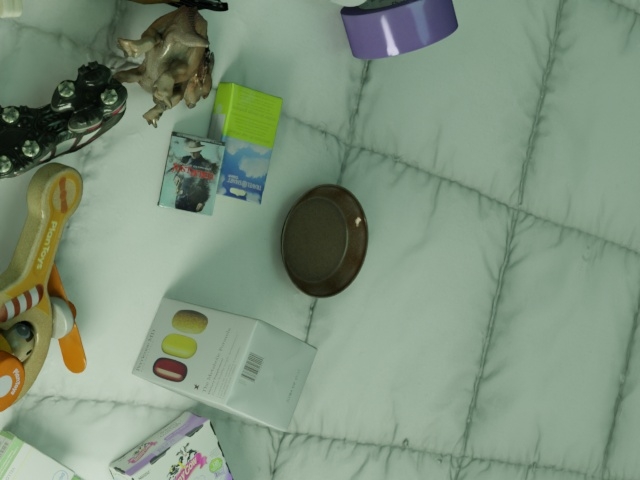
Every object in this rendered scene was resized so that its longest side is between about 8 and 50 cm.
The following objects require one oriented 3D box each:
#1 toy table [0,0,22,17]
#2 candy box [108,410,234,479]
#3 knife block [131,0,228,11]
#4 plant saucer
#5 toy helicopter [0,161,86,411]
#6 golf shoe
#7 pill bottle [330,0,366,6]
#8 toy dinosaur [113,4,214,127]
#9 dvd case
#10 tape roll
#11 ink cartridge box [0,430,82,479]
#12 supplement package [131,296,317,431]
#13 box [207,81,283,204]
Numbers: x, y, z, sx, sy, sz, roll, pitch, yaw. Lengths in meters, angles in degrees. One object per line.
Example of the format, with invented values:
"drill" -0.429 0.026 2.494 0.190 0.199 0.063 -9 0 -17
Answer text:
"toy table" -0.440 -0.409 1.554 0.252 0.161 0.274 -24 110 -37
"candy box" -0.224 0.399 1.909 0.165 0.070 0.196 -33 117 -33
"knife block" -0.272 -0.399 1.767 0.276 0.242 0.088 7 90 3
"plant saucer" 0.000 0.000 2.075 0.199 0.036 0.198 -6 99 -41
"toy helicopter" -0.397 0.066 1.665 0.235 0.140 0.355 14 96 -61
"golf shoe" -0.389 -0.139 1.667 0.273 0.120 0.105 -26 74 -12
"pill bottle" 0.127 -0.557 2.000 0.361 0.204 0.204 -45 122 -28
"toy dinosaur" -0.207 -0.275 1.740 0.127 0.296 0.200 45 61 -3
"dvd case" -0.200 -0.104 1.874 0.087 0.013 0.119 12 87 -11
"tape roll" 0.133 -0.377 2.040 0.189 0.189 0.080 -32 115 -34
"ink cartridge box" -0.415 0.407 1.756 0.235 0.056 0.171 42 68 -34
"supplement package" -0.150 0.185 1.830 0.134 0.244 0.139 31 75 -40
"box" -0.128 -0.156 1.937 0.109 0.042 0.178 12 89 -40
